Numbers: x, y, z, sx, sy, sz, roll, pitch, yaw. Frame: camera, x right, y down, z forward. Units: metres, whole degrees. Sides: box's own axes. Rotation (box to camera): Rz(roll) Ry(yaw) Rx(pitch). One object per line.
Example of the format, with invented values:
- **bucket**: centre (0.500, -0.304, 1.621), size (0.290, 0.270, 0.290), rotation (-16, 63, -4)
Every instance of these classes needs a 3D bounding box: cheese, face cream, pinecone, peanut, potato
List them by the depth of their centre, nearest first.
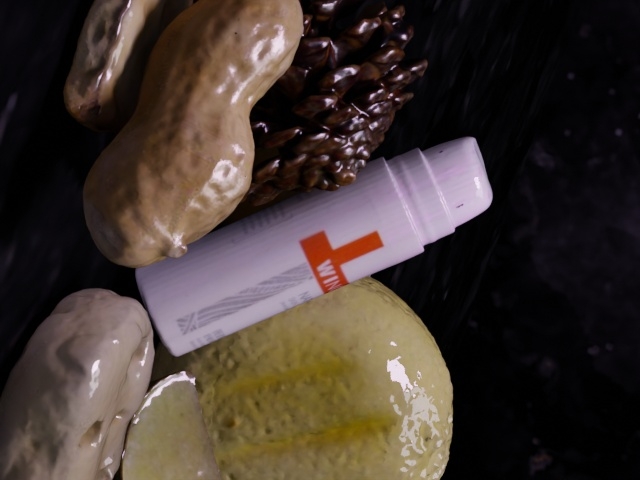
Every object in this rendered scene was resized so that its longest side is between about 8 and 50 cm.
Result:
- **peanut**: centre (-0.097, -0.097, 1.463), size (0.101, 0.117, 0.263), rotation (137, -24, -75)
- **cheese**: centre (-0.222, 0.170, 1.645), size (0.159, 0.093, 0.263), rotation (-37, 147, -67)
- **pinecone**: centre (-0.019, -0.146, 1.699), size (0.229, 0.201, 0.202), rotation (-34, -167, 6)
- **face cream**: centre (0.000, 0.000, 1.772), size (0.345, 0.102, 0.102), rotation (-23, 165, 4)
- **potato**: centre (-0.184, 0.293, 1.825), size (0.112, 0.269, 0.255), rotation (-5, 161, -30)

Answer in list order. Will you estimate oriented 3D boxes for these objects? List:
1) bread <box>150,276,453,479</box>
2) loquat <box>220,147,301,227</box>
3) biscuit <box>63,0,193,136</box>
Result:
- **bread**: centre (-0.022, 0.167, 1.922), size (0.237, 0.320, 0.320), rotation (-10, 122, -82)
- **loquat**: centre (-0.036, -0.054, 1.879), size (0.137, 0.163, 0.163), rotation (47, 59, -32)
- **biscuit**: centre (-0.130, -0.223, 1.460), size (0.154, 0.045, 0.299), rotation (-30, 140, -66)
